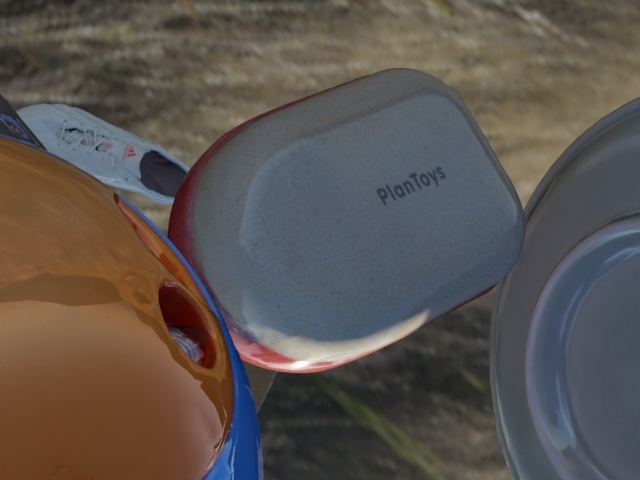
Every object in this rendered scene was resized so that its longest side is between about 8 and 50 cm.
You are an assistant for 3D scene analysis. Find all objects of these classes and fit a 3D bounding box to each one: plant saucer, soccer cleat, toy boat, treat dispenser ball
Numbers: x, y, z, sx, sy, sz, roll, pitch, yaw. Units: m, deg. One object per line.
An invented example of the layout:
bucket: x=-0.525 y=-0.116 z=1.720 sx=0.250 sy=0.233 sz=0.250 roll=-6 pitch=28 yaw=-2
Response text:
plant saucer: x=0.249 y=0.089 z=1.349 sx=0.100 sy=0.400 sz=0.400 roll=-2 pitch=126 yaw=-46
soccer cleat: x=-0.204 y=-0.083 z=1.906 sx=0.196 sy=0.076 sz=0.068 roll=20 pitch=84 yaw=-25
toy boat: x=0.000 y=0.000 z=1.179 sx=0.231 sy=0.151 sz=0.151 roll=-24 pitch=172 yaw=-45
treat dispenser ball: x=-0.166 y=0.096 z=0.777 sx=0.288 sy=0.288 sz=0.288 roll=-32 pitch=145 yaw=-26

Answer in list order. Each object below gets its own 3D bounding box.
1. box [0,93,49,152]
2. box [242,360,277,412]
box: x=-0.264 y=-0.070 z=1.336 sx=0.060 sy=0.270 sz=0.216 roll=-46 pitch=157 yaw=10
box: x=-0.163 y=0.155 z=2.082 sx=0.201 sy=0.021 sz=0.164 roll=27 pitch=86 yaw=-15
